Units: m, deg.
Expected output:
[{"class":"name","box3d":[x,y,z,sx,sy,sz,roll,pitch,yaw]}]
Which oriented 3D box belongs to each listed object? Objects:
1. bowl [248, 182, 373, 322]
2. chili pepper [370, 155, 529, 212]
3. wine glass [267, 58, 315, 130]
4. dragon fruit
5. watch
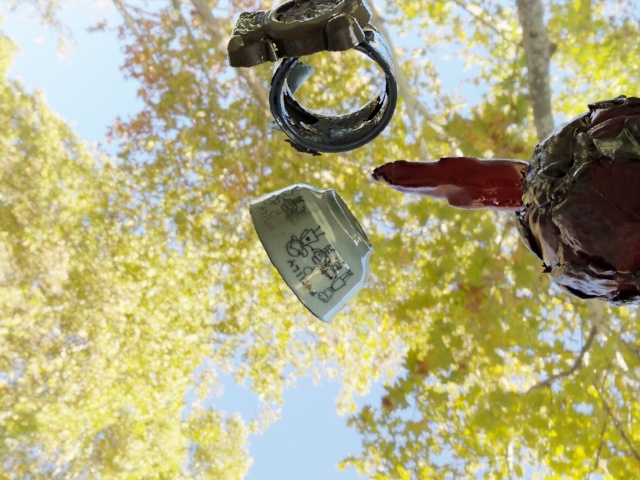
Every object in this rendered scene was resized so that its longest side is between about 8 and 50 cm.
[{"class":"bowl","box3d":[0.000,0.000,1.115,0.126,0.238,0.237,-35,-137,8]},{"class":"chili pepper","box3d":[0.291,-0.110,1.336,0.388,0.110,0.110,4,-135,-3]},{"class":"wine glass","box3d":[-0.088,-0.396,1.914,0.122,0.122,0.183,9,-96,29]},{"class":"dragon fruit","box3d":[0.446,-0.052,1.006,0.329,0.329,0.329,-11,-136,11]},{"class":"watch","box3d":[-0.003,-0.368,1.557,0.335,0.327,0.314,-11,-144,10]}]
